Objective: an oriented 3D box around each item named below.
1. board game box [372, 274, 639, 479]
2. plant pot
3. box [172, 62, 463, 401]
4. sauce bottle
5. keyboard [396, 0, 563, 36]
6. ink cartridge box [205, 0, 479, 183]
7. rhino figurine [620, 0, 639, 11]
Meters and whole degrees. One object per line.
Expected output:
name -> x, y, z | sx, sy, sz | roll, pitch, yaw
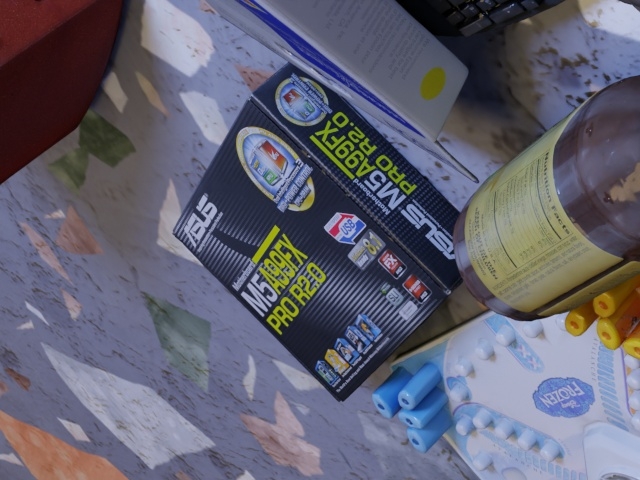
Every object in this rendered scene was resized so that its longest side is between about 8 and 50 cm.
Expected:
board game box -> 0.251, 0.211, 1.413 | 0.390, 0.050, 0.390 | 49, 150, -3
plant pot -> -0.318, -0.189, 1.484 | 0.267, 0.267, 0.236 | 48, 139, -2
box -> 0.000, 0.000, 1.475 | 0.216, 0.060, 0.270 | 45, 151, 3
sauce bottle -> 0.187, -0.035, 1.103 | 0.111, 0.111, 0.344 | 48, 157, -1
keyboard -> 0.047, -0.238, 1.029 | 0.201, 0.033, 0.317 | -26, 130, 37
ink cartridge box -> -0.046, -0.185, 1.201 | 0.303, 0.072, 0.307 | 37, -177, 38
rhino figurine -> 0.174, -0.139, 0.867 | 0.106, 0.073, 0.243 | 48, -174, -10
